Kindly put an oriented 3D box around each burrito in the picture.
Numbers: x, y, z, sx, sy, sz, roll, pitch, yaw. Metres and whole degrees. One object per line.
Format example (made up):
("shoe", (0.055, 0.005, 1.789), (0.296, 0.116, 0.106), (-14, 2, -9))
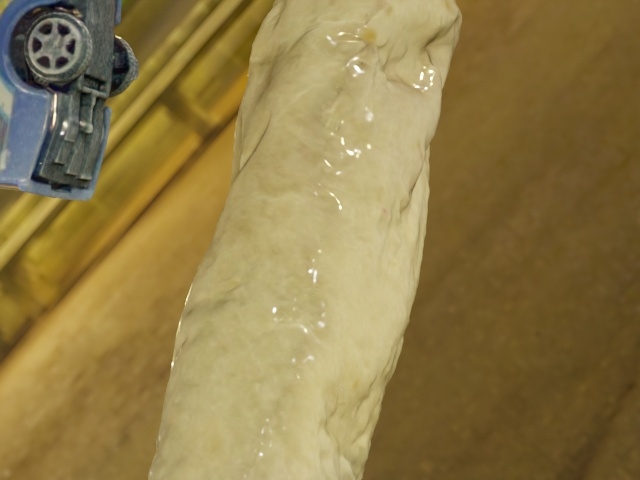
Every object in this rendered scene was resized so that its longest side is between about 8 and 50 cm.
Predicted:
("burrito", (0.000, 0.000, 0.768), (0.076, 0.117, 0.392), (-2, 58, 27))

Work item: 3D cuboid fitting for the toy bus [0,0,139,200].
("toy bus", (-0.138, -0.139, 0.888), (0.079, 0.094, 0.236), (13, -99, -76))
